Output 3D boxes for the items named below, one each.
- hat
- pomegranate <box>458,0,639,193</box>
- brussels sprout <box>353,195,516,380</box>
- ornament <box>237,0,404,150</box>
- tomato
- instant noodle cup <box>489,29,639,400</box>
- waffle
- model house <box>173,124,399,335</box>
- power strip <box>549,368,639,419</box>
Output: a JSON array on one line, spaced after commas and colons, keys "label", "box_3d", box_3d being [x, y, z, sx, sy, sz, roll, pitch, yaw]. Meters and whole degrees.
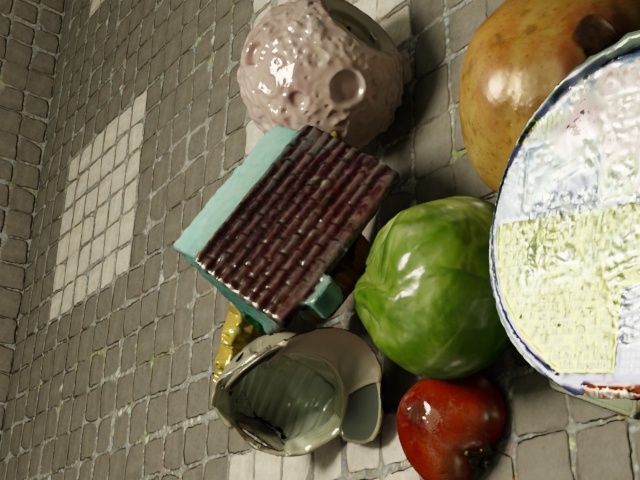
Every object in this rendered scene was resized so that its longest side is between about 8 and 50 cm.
[{"label": "hat", "box_3d": [-0.029, 0.194, 1.375, 0.275, 0.232, 0.161, -50, 25, 48]}, {"label": "pomegranate", "box_3d": [0.277, -0.152, 1.021, 0.281, 0.281, 0.281, -30, 52, 47]}, {"label": "brussels sprout", "box_3d": [0.148, 0.057, 1.177, 0.244, 0.244, 0.244, -30, 52, 47]}, {"label": "ornament", "box_3d": [-0.003, -0.246, 1.495, 0.225, 0.259, 0.259, -50, 39, 26]}, {"label": "tomato", "box_3d": [0.146, 0.229, 1.201, 0.159, 0.091, 0.139, -62, 33, 21]}, {"label": "instant noodle cup", "box_3d": [0.345, 0.010, 0.794, 0.284, 0.312, 0.284, -28, 55, 48]}, {"label": "waffle", "box_3d": [-0.098, 0.132, 1.552, 0.249, 0.056, 0.253, -44, -31, -59]}, {"label": "model house", "box_3d": [0.000, 0.000, 1.305, 0.248, 0.230, 0.280, 21, 69, 51]}, {"label": "power strip", "box_3d": [0.318, 0.077, 1.022, 0.213, 0.064, 0.198, -178, 96, -77]}]
